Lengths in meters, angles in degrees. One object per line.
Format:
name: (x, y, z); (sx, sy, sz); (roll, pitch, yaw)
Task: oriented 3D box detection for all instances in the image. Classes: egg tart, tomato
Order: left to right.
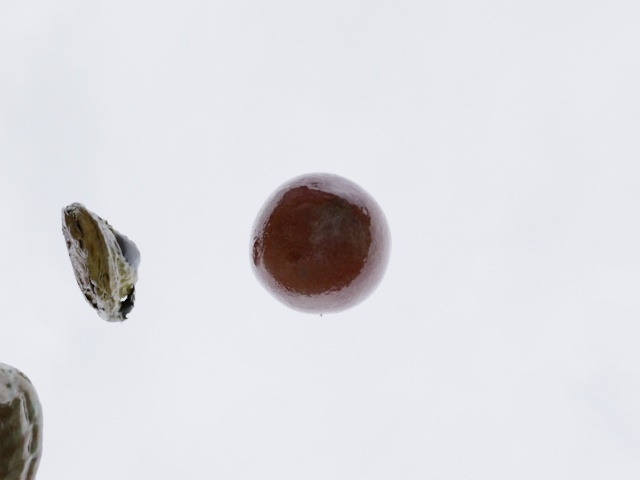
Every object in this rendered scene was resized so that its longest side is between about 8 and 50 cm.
egg tart: (-0.471, 0.046, 1.301); (0.132, 0.297, 0.297); (-24, -106, -34)
tomato: (0.000, 0.000, 1.090); (0.265, 0.265, 0.264); (-2, -100, 9)

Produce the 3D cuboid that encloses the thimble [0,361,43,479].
thimble: (-0.405, 0.222, 0.613); (0.148, 0.196, 0.228); (8, -72, 29)
